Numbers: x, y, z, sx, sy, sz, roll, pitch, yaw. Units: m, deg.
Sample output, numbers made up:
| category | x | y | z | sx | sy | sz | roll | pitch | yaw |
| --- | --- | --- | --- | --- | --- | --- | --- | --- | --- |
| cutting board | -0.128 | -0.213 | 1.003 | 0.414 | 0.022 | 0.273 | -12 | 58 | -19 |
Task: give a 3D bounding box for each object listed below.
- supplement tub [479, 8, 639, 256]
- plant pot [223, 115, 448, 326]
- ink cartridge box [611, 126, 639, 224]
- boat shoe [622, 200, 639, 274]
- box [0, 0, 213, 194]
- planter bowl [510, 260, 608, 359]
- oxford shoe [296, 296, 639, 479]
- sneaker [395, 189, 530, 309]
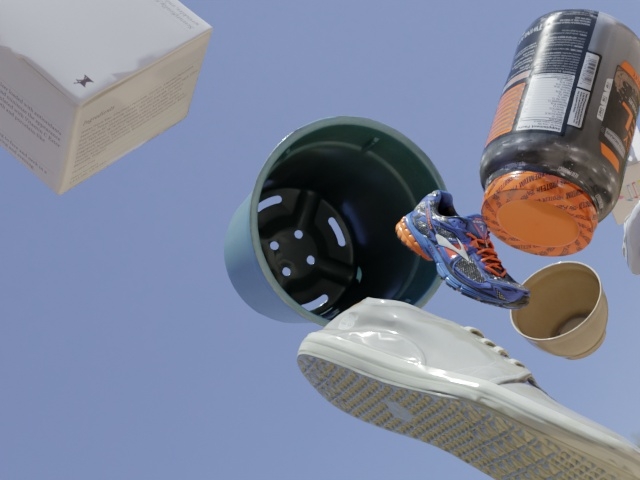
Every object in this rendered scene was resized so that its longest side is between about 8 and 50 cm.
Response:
| category | x | y | z | sx | sy | sz | roll | pitch | yaw |
| --- | --- | --- | --- | --- | --- | --- | --- | --- | --- |
| supplement tub | 0.355 | -0.158 | 1.876 | 0.207 | 0.207 | 0.338 | 81 | -154 | -57 |
| plant pot | 0.000 | 0.000 | 2.124 | 0.341 | 0.341 | 0.334 | -37 | 4 | -21 |
| ink cartridge box | 0.498 | -0.115 | 2.086 | 0.089 | 0.092 | 0.143 | -22 | -47 | 15 |
| boat shoe | 0.309 | -0.010 | 1.239 | 0.035 | 0.035 | 0.100 | -21 | -41 | -6 |
| box | -0.229 | -0.169 | 1.162 | 0.182 | 0.181 | 0.119 | -38 | -18 | -41 |
| planter bowl | 0.412 | 0.131 | 2.123 | 0.162 | 0.162 | 0.109 | -44 | -54 | -8 |
| oxford shoe | 0.169 | 0.163 | 1.371 | 0.130 | 0.449 | 0.169 | -47 | -45 | -26 |
| sneaker | 0.183 | 0.011 | 1.595 | 0.083 | 0.221 | 0.087 | 11 | -66 | -49 |
